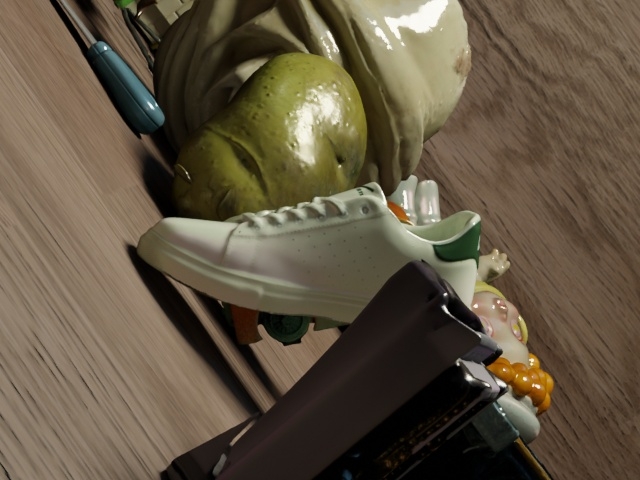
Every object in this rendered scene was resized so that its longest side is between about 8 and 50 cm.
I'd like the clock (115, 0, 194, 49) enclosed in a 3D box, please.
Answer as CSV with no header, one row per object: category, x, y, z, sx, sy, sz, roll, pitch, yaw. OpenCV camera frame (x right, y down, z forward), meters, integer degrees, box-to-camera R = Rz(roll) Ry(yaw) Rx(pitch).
clock,-0.125,-0.305,1.960,0.255,0.220,0.106,54,6,-29

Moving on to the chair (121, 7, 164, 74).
chair,-0.135,-0.236,1.863,0.145,0.140,0.221,63,6,26

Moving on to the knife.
knife,-0.230,-0.201,1.409,0.244,0.032,0.058,53,6,17

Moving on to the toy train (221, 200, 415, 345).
toy train,0.006,0.026,1.191,0.072,0.188,0.099,-109,-173,-78

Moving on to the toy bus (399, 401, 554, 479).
toy bus,0.124,0.223,1.212,0.323,0.162,0.194,52,3,-18

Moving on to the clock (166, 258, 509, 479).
clock,0.020,0.105,0.828,0.083,0.186,0.253,51,3,11

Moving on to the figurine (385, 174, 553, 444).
figurine,0.165,0.105,1.848,0.224,0.205,0.381,29,41,-39

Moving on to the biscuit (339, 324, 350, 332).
biscuit,0.059,0.098,1.937,0.252,0.070,0.106,53,7,-36

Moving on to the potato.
potato,-0.043,-0.073,1.330,0.143,0.248,0.169,16,-40,21

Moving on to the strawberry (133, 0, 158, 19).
strawberry,-0.226,-0.414,1.645,0.292,0.292,0.343,43,28,-69

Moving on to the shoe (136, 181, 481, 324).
shoe,0.000,0.000,1.070,0.265,0.110,0.095,15,11,-19

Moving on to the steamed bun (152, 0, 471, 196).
steamed bun,-0.022,-0.149,1.535,0.324,0.309,0.219,23,42,-8
